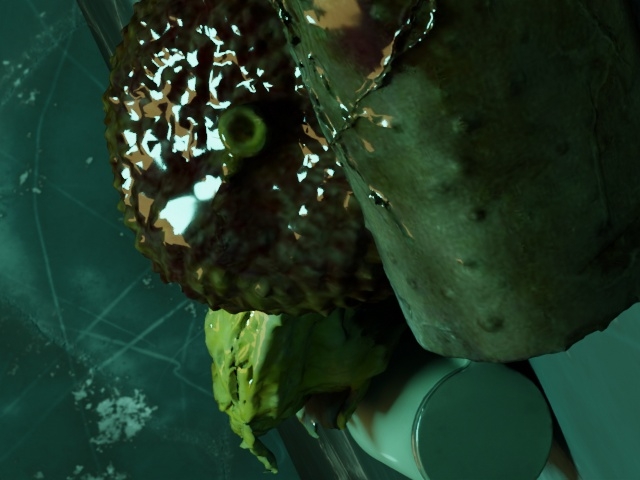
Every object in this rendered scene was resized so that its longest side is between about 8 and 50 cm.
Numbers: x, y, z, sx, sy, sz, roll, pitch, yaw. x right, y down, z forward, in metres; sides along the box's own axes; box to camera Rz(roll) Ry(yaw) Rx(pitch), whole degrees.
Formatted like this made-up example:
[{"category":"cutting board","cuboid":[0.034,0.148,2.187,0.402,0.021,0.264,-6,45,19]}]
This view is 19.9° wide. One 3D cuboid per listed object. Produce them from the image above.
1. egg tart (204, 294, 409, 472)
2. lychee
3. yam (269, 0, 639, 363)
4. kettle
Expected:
[{"category":"egg tart","cuboid":[0.000,0.000,1.094,0.297,0.132,0.297,-178,90,-88]},{"category":"lychee","cuboid":[-0.006,-0.057,0.846,0.194,0.194,0.194,61,172,15]},{"category":"yam","cuboid":[0.038,-0.100,0.603,0.279,0.131,0.131,66,172,-27]},{"category":"kettle","cuboid":[0.084,0.096,1.130,0.098,0.127,0.148,32,177,-14]}]
